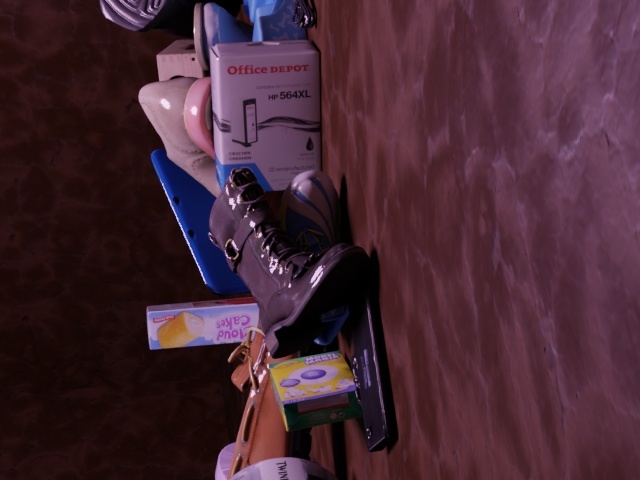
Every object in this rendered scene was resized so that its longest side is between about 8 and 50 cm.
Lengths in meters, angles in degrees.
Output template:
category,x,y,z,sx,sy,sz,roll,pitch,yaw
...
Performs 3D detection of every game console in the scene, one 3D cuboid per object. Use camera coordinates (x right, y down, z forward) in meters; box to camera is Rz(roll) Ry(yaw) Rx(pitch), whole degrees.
category,x,y,z,sx,sy,sz,roll,pitch,yaw
game console,-0.173,-0.011,2.060,0.250,0.173,0.293,105,142,-66

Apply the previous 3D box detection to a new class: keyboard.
category,x,y,z,sx,sy,sz,roll,pitch,yaw
keyboard,0.059,0.153,1.353,0.108,0.023,0.180,120,146,-64

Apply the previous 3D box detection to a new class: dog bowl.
category,x,y,z,sx,sy,sz,roll,pitch,yaw
dog bowl,-0.072,-0.350,1.804,0.166,0.074,0.297,107,158,-67

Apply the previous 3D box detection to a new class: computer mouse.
category,x,y,z,sx,sy,sz,roll,pitch,yaw
computer mouse,-0.024,-0.390,1.586,0.193,0.042,0.106,89,177,-56

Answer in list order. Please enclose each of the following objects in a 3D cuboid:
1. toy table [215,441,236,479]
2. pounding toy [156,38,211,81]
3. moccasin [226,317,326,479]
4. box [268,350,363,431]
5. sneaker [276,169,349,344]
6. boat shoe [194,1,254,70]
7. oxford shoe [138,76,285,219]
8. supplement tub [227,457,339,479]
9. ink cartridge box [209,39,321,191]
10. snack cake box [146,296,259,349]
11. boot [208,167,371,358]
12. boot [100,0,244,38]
category,x,y,z,sx,sy,sz,roll,pitch,yaw
toy table,-0.093,0.442,1.830,0.274,0.252,0.160,-108,31,-77
pounding toy,-0.226,-0.238,2.066,0.181,0.094,0.206,-66,-27,-66
moccasin,-0.074,0.204,1.691,0.139,0.147,0.379,13,-97,-74
box,-0.008,0.191,1.525,0.179,0.105,0.043,-131,32,-76
sneaker,0.004,0.032,1.518,0.126,0.091,0.240,46,143,48
boat shoe,-0.140,-0.326,1.957,0.302,0.103,0.113,41,-130,-79
oxford shoe,-0.156,-0.142,1.873,0.140,0.147,0.397,-66,-29,-24
supplement tub,-0.031,0.445,1.457,0.338,0.207,0.207,-114,21,-64
ink cartridge box,-0.078,-0.179,1.669,0.086,0.148,0.203,-117,23,-66
snack cake box,-0.263,0.188,2.659,0.152,0.264,0.089,-173,79,-81
boot,-0.059,0.005,1.442,0.229,0.091,0.263,62,143,18
boot,-0.178,-0.511,2.046,0.146,0.367,0.445,47,-165,5
